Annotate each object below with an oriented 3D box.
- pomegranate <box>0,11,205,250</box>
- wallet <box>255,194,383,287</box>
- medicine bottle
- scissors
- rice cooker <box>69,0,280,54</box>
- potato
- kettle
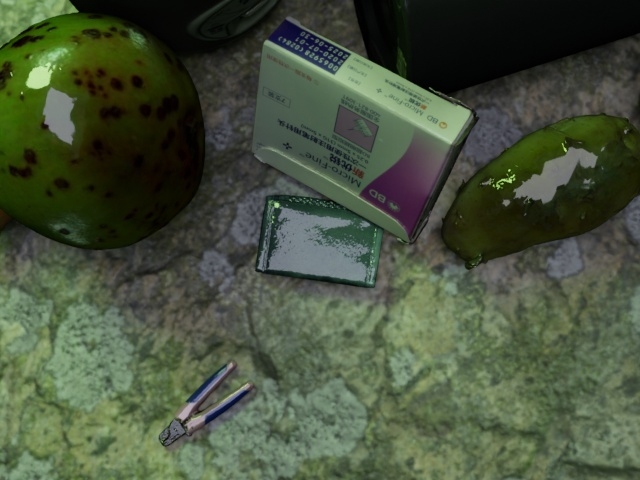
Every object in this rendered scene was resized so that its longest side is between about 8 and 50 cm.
[{"bbox_3d":[-0.248,-0.086,0.702,0.286,0.231,0.230,-20,86,-2],"label":"pomegranate"},{"bbox_3d":[0.000,0.000,0.799,0.129,0.026,0.088,8,80,2],"label":"wallet"},{"bbox_3d":[0.034,-0.102,0.733,0.201,0.171,0.052,30,58,8],"label":"medicine bottle"},{"bbox_3d":[-0.123,0.175,0.790,0.113,0.012,0.039,-41,86,-4],"label":"scissors"},{"bbox_3d":[-0.147,-0.335,0.701,0.288,0.277,0.288,0,85,-2],"label":"rice cooker"},{"bbox_3d":[0.227,-0.051,0.774,0.226,0.090,0.117,-28,92,4],"label":"potato"},{"bbox_3d":[0.191,-0.281,0.768,0.308,0.262,0.203,-16,121,-5],"label":"kettle"}]
